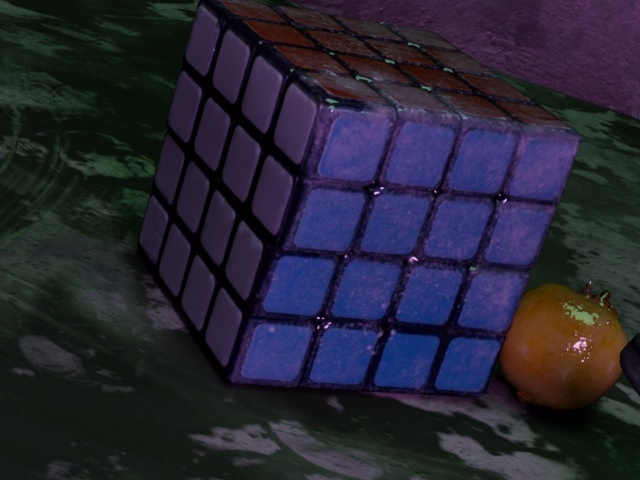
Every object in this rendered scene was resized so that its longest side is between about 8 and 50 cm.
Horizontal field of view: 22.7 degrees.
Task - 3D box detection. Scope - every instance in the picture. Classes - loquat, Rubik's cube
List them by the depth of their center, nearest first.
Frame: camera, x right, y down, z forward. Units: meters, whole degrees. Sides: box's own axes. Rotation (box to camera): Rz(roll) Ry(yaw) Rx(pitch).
[{"bbox_3d":[0.030,-0.051,1.801,0.344,0.337,0.344,5,24,-29],"label":"Rubik's cube"},{"bbox_3d":[0.278,0.121,1.840,0.163,0.163,0.137,36,-4,40],"label":"loquat"}]

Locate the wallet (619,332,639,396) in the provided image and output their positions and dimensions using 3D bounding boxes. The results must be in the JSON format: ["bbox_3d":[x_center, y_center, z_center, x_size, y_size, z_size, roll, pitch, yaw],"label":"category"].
[{"bbox_3d":[0.461,0.248,1.540,0.406,0.062,0.228,39,7,-31],"label":"wallet"}]
